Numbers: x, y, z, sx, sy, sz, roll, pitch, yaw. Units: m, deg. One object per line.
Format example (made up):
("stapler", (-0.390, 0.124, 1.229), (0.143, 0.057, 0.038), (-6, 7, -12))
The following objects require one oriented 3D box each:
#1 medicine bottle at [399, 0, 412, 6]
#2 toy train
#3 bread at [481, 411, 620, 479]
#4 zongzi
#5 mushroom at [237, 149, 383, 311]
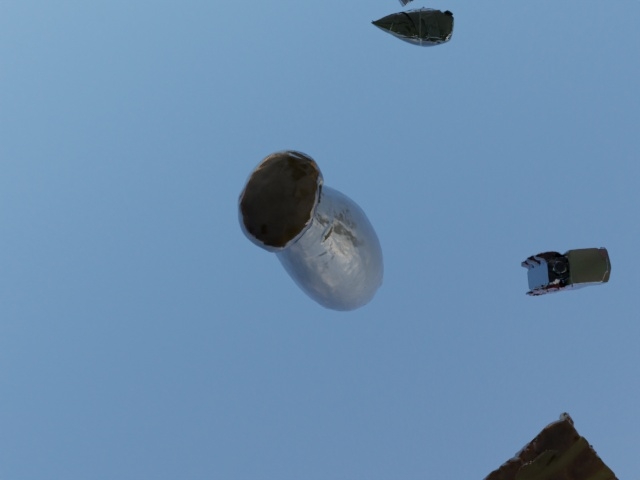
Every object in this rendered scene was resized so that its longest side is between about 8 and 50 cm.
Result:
("medicine bottle", (0.101, -0.514, 1.367), (0.061, 0.092, 0.220), (-30, -76, 22))
("toy train", (0.303, 0.040, 0.970), (0.087, 0.138, 0.050), (-4, -99, 2))
("bread", (0.212, 0.339, 0.824), (0.275, 0.114, 0.185), (-39, -113, 6))
("zongzi", (0.139, -0.344, 1.261), (0.130, 0.154, 0.062), (0, -79, -3))
("mushroom", (0.000, 0.000, 0.938), (0.128, 0.350, 0.128), (-6, -109, 17))
